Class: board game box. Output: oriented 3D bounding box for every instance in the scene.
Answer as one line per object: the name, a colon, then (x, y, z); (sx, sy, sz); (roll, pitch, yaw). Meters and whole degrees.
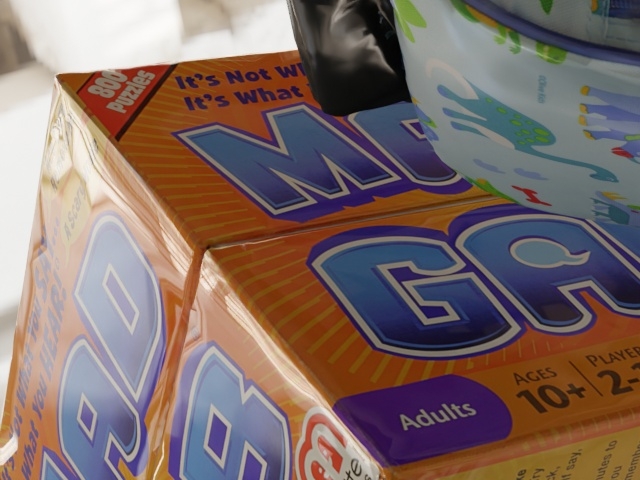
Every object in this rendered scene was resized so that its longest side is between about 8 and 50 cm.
board game box: (0.050, 0.122, 1.140); (0.356, 0.356, 0.356); (-10, -140, -33)

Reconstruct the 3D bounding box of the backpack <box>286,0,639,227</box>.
backpack: (0.163, -0.112, 0.721); (0.356, 0.290, 0.273); (-5, -107, 4)
